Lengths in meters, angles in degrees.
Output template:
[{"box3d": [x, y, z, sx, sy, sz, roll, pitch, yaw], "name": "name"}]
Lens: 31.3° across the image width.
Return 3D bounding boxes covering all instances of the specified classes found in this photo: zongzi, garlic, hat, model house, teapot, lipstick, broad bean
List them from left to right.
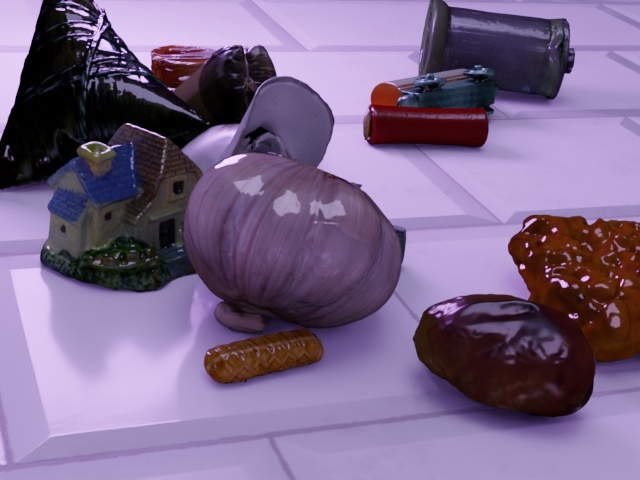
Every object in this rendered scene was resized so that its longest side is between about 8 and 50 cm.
[{"box3d": [-0.345, -0.241, 1.921, 0.362, 0.319, 0.383, -5, 42, 10], "name": "zongzi"}, {"box3d": [-0.276, -0.053, 1.619, 0.195, 0.189, 0.214, 24, 29, 38], "name": "model house"}, {"box3d": [-0.128, -0.146, 1.785, 0.258, 0.301, 0.168, -18, 58, -43], "name": "hat"}, {"box3d": [-0.084, -0.230, 1.971, 0.318, 0.154, 0.289, 1, -13, -31], "name": "zongzi"}, {"box3d": [-0.034, -0.001, 1.504, 0.322, 0.241, 0.322, 0, 12, 0], "name": "garlic"}, {"box3d": [0.205, -0.223, 2.218, 0.241, 0.080, 0.080, 1, 25, -12], "name": "lipstick"}, {"box3d": [0.397, -0.420, 2.586, 0.337, 0.200, 0.270, 7, -8, -2], "name": "teapot"}, {"box3d": [0.225, 0.141, 1.402, 0.229, 0.122, 0.156, 11, 50, 25], "name": "broad bean"}]

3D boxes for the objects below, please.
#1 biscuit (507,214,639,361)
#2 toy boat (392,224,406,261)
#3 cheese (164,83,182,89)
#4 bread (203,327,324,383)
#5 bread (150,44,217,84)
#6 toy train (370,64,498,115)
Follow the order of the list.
[{"box3d": [0.445, 0.065, 1.626, 0.312, 0.110, 0.318, 2, 25, -12], "name": "biscuit"}, {"box3d": [0.000, 0.000, 1.695, 0.261, 0.078, 0.085, 4, 10, -9], "name": "toy boat"}, {"box3d": [-0.269, -0.269, 2.255, 0.086, 0.036, 0.162, -2, 26, -23], "name": "cheese"}, {"box3d": [-0.069, 0.143, 1.415, 0.157, 0.044, 0.052, -9, 35, -28], "name": "bread"}, {"box3d": [-0.280, -0.361, 2.407, 0.161, 0.073, 0.160, 3, 22, -1], "name": "bread"}, {"box3d": [0.239, -0.303, 2.376, 0.285, 0.116, 0.177, -17, 22, -39], "name": "toy train"}]
